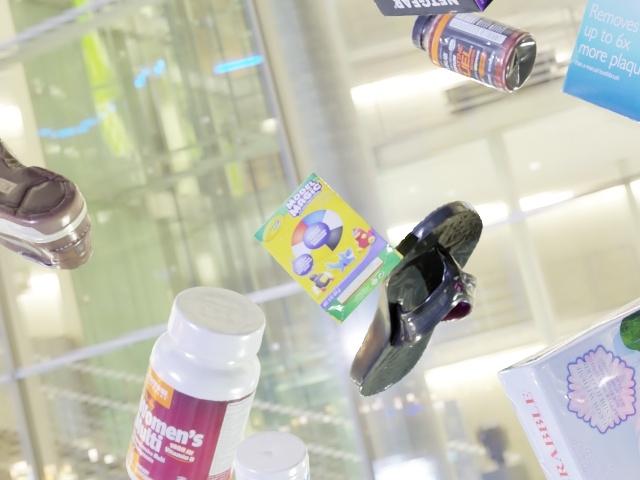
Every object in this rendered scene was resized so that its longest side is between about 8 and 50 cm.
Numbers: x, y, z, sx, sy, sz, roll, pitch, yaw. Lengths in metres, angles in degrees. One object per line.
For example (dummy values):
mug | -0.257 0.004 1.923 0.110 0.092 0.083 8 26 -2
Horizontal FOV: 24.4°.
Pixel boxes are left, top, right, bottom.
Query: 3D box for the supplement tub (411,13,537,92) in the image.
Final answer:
supplement tub | 0.246 -0.318 2.410 0.198 0.106 0.106 25 15 32

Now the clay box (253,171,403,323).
clay box | 0.000 0.000 2.053 0.127 0.222 0.053 -47 -40 1

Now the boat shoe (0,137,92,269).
boat shoe | -0.320 -0.037 1.469 0.095 0.095 0.257 -41 47 -21

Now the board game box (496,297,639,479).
board game box | 0.354 0.188 1.275 0.318 0.319 0.066 -25 0 -23

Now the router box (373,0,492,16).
router box | 0.156 -0.318 1.704 0.133 0.046 0.179 -49 30 -22

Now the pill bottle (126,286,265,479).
pill bottle | -0.134 0.169 1.615 0.121 0.221 0.121 13 26 -6

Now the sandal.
sandal | 0.161 0.103 2.176 0.167 0.107 0.446 -26 -28 -28

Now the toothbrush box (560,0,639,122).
toothbrush box | 0.413 -0.266 1.600 0.126 0.296 0.216 5 18 -37

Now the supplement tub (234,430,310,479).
supplement tub | -0.043 0.241 1.385 0.071 0.107 0.071 -2 28 1
